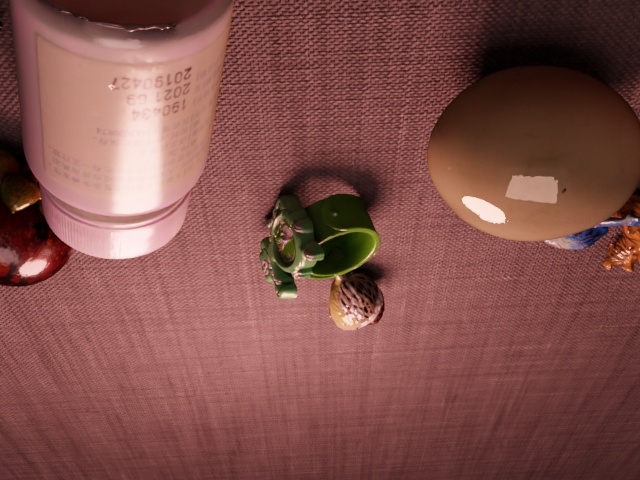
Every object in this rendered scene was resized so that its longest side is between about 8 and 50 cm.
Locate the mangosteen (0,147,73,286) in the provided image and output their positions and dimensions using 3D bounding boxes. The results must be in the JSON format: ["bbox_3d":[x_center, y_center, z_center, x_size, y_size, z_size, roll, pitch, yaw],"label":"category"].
[{"bbox_3d":[-0.416,-0.034,1.123,0.200,0.200,0.200,-2,145,-2],"label":"mangosteen"}]

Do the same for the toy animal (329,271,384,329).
[{"bbox_3d":[0.061,0.090,1.394,0.098,0.098,0.137,-5,123,2],"label":"toy animal"}]

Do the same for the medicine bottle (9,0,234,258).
[{"bbox_3d":[-0.221,-0.157,0.910,0.214,0.213,0.378,5,144,-13],"label":"medicine bottle"}]

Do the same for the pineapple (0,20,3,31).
[{"bbox_3d":[-0.426,-0.215,0.941,0.159,0.074,0.074,-30,138,20],"label":"pineapple"}]

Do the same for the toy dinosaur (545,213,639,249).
[{"bbox_3d":[0.367,-0.028,1.225,0.144,0.076,0.329,14,175,8],"label":"toy dinosaur"}]

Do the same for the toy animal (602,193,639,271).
[{"bbox_3d":[0.482,-0.036,1.262,0.114,0.116,0.255,-40,134,-3],"label":"toy animal"}]

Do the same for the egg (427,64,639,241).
[{"bbox_3d":[0.265,-0.107,1.024,0.269,0.219,0.219,7,143,-8],"label":"egg"}]

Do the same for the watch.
[{"bbox_3d":[0.000,0.000,1.253,0.152,0.131,0.165,-6,145,-29],"label":"watch"}]
